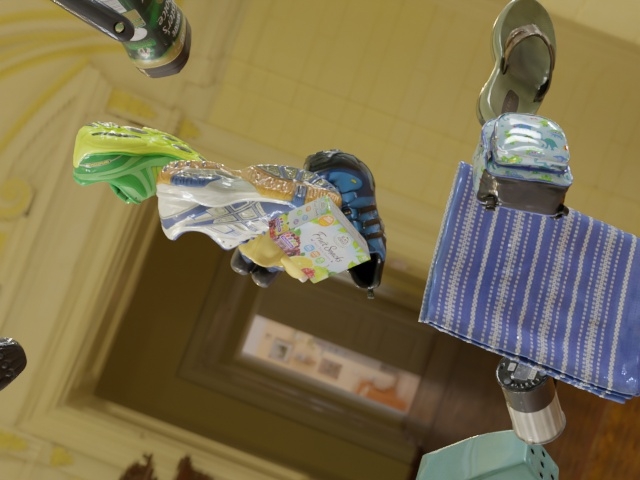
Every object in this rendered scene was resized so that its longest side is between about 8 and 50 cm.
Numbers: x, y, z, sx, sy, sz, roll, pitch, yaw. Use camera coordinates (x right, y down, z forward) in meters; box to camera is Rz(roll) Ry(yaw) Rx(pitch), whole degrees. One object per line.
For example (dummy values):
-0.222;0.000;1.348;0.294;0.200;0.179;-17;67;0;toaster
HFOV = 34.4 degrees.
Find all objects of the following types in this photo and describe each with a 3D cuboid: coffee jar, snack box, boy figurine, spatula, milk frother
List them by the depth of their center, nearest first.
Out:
-0.341;-0.308;1.163;0.084;0.296;0.030;-58;7;3;spatula
-0.225;-0.287;1.284;0.184;0.079;0.096;57;-151;-58;coffee jar
0.000;0.000;1.528;0.141;0.100;0.037;47;-157;-49;snack box
0.356;0.234;1.562;0.129;0.143;0.135;-43;-47;-21;milk frother
-0.095;0.021;1.845;0.092;0.177;0.285;-58;3;-10;boy figurine

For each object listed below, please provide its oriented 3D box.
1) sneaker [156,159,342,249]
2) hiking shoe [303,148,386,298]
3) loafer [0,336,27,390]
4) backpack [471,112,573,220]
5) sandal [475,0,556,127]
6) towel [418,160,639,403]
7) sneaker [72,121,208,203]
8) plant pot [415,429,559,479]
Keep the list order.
-0.113;-0.048;1.652;0.112;0.296;0.131;-68;-17;-65;sneaker
0.058;-0.035;1.811;0.304;0.113;0.132;58;-160;-46;hiking shoe
-0.458;0.164;1.212;0.078;0.223;0.076;45;154;58;loafer
0.222;-0.091;1.134;0.114;0.105;0.084;-89;8;-51;backpack
0.329;-0.276;1.639;0.086;0.120;0.303;-45;22;51;sandal
0.310;0.058;1.407;0.040;0.336;0.243;145;144;-66;towel
-0.307;-0.126;1.794;0.295;0.109;0.124;9;-66;-45;sneaker
0.320;0.467;1.946;0.234;0.165;0.166;-32;12;27;plant pot
